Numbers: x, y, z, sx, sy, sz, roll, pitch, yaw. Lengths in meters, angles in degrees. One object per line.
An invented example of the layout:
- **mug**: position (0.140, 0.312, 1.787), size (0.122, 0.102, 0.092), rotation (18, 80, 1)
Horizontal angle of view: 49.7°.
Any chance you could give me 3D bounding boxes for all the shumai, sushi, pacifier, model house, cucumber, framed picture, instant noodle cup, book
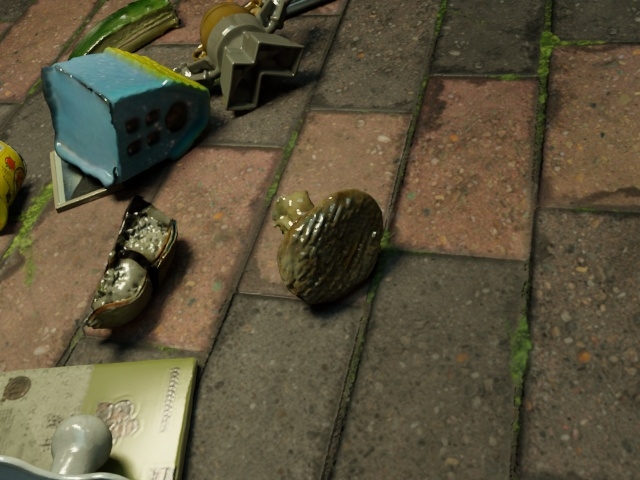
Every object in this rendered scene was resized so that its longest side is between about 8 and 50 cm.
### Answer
- **shumai**: position (0.000, 0.000, 1.185), size (0.153, 0.161, 0.210), rotation (22, 78, 54)
- **sushi**: position (-0.324, 0.057, 1.218), size (0.109, 0.134, 0.273), rotation (18, 38, -12)
- **pacifier**: position (-0.333, 0.335, 0.911), size (0.287, 0.238, 0.226), rotation (11, 36, -3)
- **model house**: position (-0.399, -0.289, 1.469), size (0.237, 0.216, 0.303), rotation (30, 47, 29)
- **cucumber**: position (-0.533, -0.531, 1.787), size (0.325, 0.105, 0.145), rotation (-41, 53, -18)
- **framed picture**: position (-0.512, -0.155, 1.507), size (0.150, 0.015, 0.203), rotation (-21, 48, -5)
- **instant noodle cup**: position (-0.705, -0.121, 1.425), size (0.182, 0.182, 0.144), rotation (-4, 40, 10)
- **book**: position (-0.374, 0.296, 1.068), size (0.352, 0.035, 0.239), rotation (-6, 48, 8)

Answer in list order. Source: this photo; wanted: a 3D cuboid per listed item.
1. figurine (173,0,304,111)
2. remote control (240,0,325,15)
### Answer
- **figurine**: position (-0.188, -0.450, 1.589), size (0.342, 0.167, 0.285), rotation (-26, 51, -14)
- **remote control**: position (-0.035, -0.644, 1.806), size (0.377, 0.044, 0.107), rotation (-24, 52, -7)
